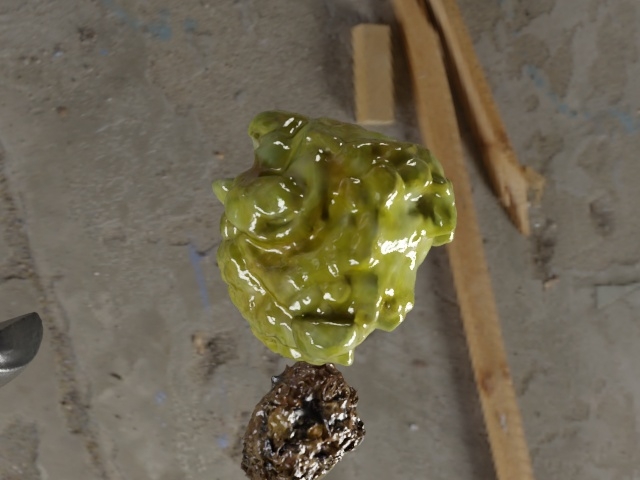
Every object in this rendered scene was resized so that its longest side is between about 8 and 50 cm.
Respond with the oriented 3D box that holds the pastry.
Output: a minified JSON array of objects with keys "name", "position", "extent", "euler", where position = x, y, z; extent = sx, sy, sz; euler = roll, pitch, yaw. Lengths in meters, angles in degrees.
[{"name":"pastry","position":[-0.025,0.346,1.918],"extent":[0.193,0.275,0.275],"euler":[26,70,10]}]

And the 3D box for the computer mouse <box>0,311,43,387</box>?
[{"name":"computer mouse","position":[-0.496,0.178,1.585],"extent":[0.137,0.270,0.086],"euler":[-18,96,4]}]

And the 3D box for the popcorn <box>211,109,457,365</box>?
[{"name":"popcorn","position":[0.000,0.000,1.118],"extent":[0.235,0.242,0.250],"euler":[33,77,-38]}]
